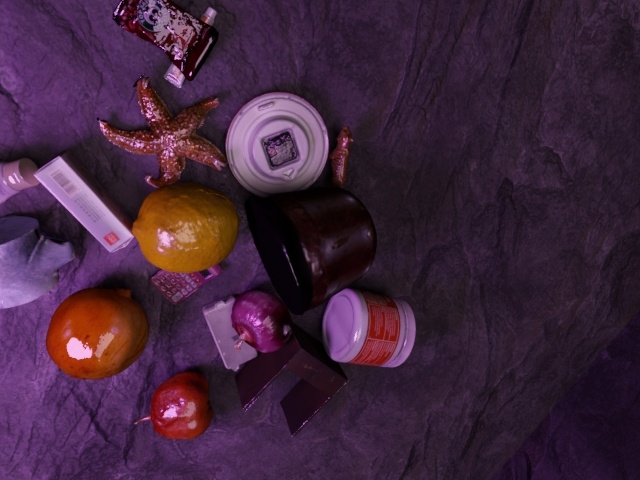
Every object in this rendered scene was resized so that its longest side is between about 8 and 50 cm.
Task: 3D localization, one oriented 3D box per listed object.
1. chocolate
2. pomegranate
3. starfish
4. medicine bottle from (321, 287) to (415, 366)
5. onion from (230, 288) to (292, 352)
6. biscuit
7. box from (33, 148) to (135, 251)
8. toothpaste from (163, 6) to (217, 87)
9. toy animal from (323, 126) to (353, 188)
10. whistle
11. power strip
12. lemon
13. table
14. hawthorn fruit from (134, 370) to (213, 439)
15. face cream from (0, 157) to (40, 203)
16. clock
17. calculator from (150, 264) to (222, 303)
[{"bbox_3d":[0.000,0.000,1.318,0.331,0.383,0.384,-23,116,-16],"label":"chocolate"},{"bbox_3d":[-0.600,0.247,1.225,0.264,0.264,0.265,-8,112,-19],"label":"pomegranate"},{"bbox_3d":[-0.398,-0.293,1.187,0.311,0.113,0.303,-29,118,-6],"label":"starfish"},{"bbox_3d":[0.160,0.304,1.550,0.240,0.252,0.253,15,103,-26],"label":"medicine bottle"},{"bbox_3d":[-0.177,0.257,1.420,0.200,0.200,0.208,-5,94,-20],"label":"onion"},{"bbox_3d":[-0.381,-0.536,1.117,0.235,0.063,0.151,36,100,-21],"label":"biscuit"},{"bbox_3d":[-0.601,-0.102,1.162,0.079,0.135,0.269,-36,117,-5],"label":"box"},{"bbox_3d":[-0.338,-0.509,1.174,0.052,0.033,0.218,31,99,-20],"label":"toothpaste"},{"bbox_3d":[0.052,-0.235,1.391,0.056,0.099,0.241,1,108,-22],"label":"toy animal"},{"bbox_3d":[-0.844,0.046,1.122,0.404,0.188,0.168,3,118,12],"label":"whistle"},{"bbox_3d":[-0.297,0.309,1.486,0.117,0.046,0.271,-22,115,-16],"label":"power strip"},{"bbox_3d":[-0.353,-0.034,1.218,0.310,0.253,0.254,-9,114,-44],"label":"lemon"},{"bbox_3d":[-0.106,0.475,1.548,0.282,0.196,0.250,-48,120,3],"label":"table"},{"bbox_3d":[-0.472,0.539,1.427,0.243,0.207,0.208,-12,113,-13],"label":"hawthorn fruit"},{"bbox_3d":[-0.804,-0.136,1.086,0.223,0.070,0.114,-14,116,7],"label":"face cream"},{"bbox_3d":[-0.122,-0.273,1.319,0.318,0.080,0.319,-7,111,-20],"label":"clock"},{"bbox_3d":[-0.413,0.103,1.371,0.190,0.034,0.127,-36,119,0],"label":"calculator"}]
